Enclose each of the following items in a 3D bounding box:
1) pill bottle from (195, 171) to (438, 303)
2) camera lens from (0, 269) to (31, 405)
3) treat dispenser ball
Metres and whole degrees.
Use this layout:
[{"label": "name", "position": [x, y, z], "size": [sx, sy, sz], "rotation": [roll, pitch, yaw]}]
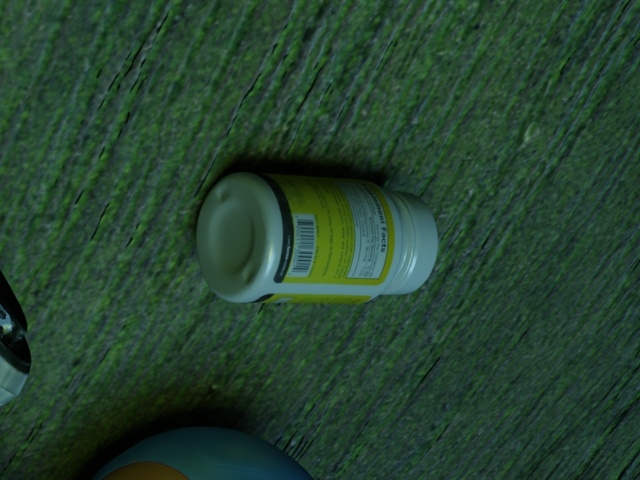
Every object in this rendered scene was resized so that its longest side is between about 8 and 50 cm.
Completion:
[{"label": "pill bottle", "position": [0.000, 0.000, 1.775], "size": [0.209, 0.119, 0.119], "rotation": [3, 130, -39]}, {"label": "camera lens", "position": [-0.381, 0.087, 1.493], "size": [0.274, 0.219, 0.219], "rotation": [-34, 144, -1]}, {"label": "treat dispenser ball", "position": [-0.118, 0.330, 1.911], "size": [0.288, 0.288, 0.288], "rotation": [-21, 142, -18]}]
